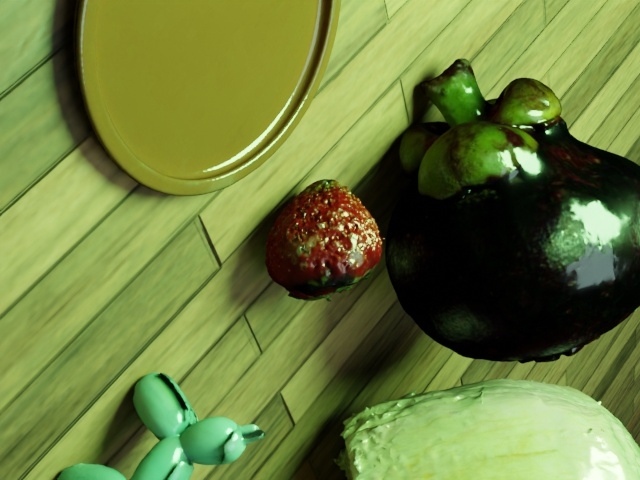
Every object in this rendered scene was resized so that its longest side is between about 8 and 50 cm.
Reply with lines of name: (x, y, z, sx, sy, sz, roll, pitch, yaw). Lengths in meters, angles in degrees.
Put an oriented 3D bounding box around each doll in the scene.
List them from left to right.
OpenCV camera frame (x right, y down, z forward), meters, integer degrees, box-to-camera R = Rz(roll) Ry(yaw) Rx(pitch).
doll: (-0.111, 0.186, 0.705, 0.159, 0.158, 0.059, -55, 144, -27)

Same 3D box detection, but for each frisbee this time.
frisbee: (-0.068, -0.151, 0.670, 0.251, 0.021, 0.251, -33, 135, -39)

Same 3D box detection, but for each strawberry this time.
strawberry: (0.001, 0.000, 0.806, 0.106, 0.106, 0.106, -33, 135, -40)

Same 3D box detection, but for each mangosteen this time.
mangosteen: (0.177, -0.023, 0.925, 0.287, 0.287, 0.233, -26, 159, -45)

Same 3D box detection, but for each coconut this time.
coconut: (0.213, 0.334, 1.005, 0.404, 0.404, 0.405, -33, 135, -40)
